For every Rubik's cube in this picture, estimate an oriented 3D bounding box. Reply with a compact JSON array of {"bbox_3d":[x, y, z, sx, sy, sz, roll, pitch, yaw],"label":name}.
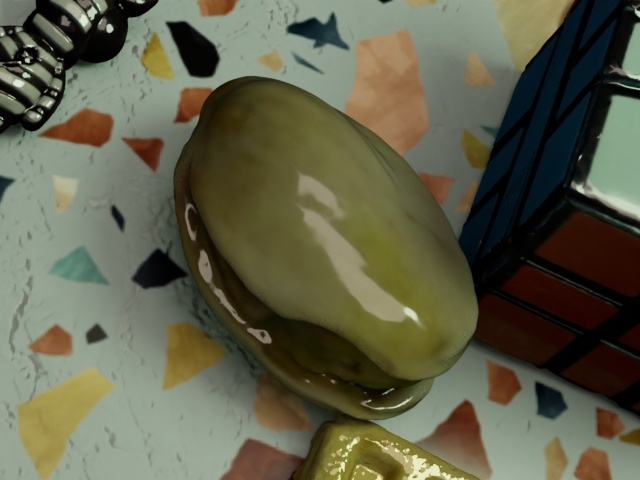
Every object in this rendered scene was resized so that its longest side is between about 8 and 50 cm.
[{"bbox_3d":[0.294,-0.037,1.131,0.293,0.283,0.288,28,62,-6],"label":"Rubik's cube"}]

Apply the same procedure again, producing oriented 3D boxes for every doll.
[{"bbox_3d":[-0.222,-0.157,1.160,0.091,0.067,0.219,41,69,0],"label":"doll"}]

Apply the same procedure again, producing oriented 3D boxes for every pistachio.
[{"bbox_3d":[0.000,0.000,1.099,0.197,0.166,0.288,-31,79,-34],"label":"pistachio"}]

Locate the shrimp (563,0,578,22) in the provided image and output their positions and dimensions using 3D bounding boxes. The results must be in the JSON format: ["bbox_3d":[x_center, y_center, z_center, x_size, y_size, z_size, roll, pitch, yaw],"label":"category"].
[{"bbox_3d":[0.286,-0.202,1.342,0.127,0.025,0.091,-23,74,-20],"label":"shrimp"}]

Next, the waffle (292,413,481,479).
[{"bbox_3d":[0.095,0.256,1.075,0.274,0.057,0.168,27,63,-3],"label":"waffle"}]
